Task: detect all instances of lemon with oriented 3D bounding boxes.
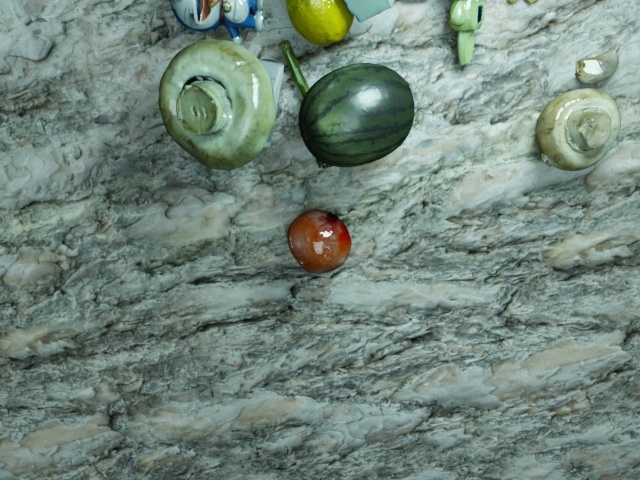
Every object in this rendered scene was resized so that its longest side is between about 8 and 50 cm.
[{"bbox_3d":[0.000,-0.624,1.351,0.180,0.181,0.193,-14,124,5],"label":"lemon"}]

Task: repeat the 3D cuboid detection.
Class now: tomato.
[{"bbox_3d":[0.000,0.000,1.593,0.184,0.208,0.208,-32,109,9],"label":"tomato"}]

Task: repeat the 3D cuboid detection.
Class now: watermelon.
[{"bbox_3d":[0.111,-0.352,1.406,0.359,0.278,0.279,-21,114,-24],"label":"watermelon"}]

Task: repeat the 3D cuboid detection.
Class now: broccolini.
[{"bbox_3d":[-0.043,-0.395,1.499,0.078,0.074,0.392,-25,112,1],"label":"broccolini"}]

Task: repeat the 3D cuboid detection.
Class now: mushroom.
[{"bbox_3d":[-0.290,-0.372,1.398,0.351,0.260,0.353,5,106,18],"label":"mushroom"},{"bbox_3d":[0.764,-0.322,1.494,0.254,0.184,0.255,-6,112,-14],"label":"mushroom"}]

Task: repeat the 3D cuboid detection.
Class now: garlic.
[{"bbox_3d":[0.827,-0.510,1.476,0.152,0.066,0.084,-17,109,8],"label":"garlic"}]

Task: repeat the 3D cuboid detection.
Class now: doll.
[{"bbox_3d":[-0.275,-0.636,1.356,0.256,0.161,0.215,4,127,-5],"label":"doll"}]

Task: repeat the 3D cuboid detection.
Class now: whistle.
[{"bbox_3d":[0.395,-0.651,1.396,0.141,0.141,0.294,4,129,-3],"label":"whistle"}]

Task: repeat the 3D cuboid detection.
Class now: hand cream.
[{"bbox_3d":[-0.160,-0.408,1.506,0.079,0.048,0.256,10,111,4],"label":"hand cream"}]

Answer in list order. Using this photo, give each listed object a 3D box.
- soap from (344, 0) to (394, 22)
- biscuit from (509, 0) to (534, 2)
[{"bbox_3d":[0.076,-0.724,1.242,0.109,0.193,0.324,-15,121,27],"label":"soap"},{"bbox_3d":[0.552,-0.744,1.398,0.184,0.027,0.133,32,109,-13],"label":"biscuit"}]
